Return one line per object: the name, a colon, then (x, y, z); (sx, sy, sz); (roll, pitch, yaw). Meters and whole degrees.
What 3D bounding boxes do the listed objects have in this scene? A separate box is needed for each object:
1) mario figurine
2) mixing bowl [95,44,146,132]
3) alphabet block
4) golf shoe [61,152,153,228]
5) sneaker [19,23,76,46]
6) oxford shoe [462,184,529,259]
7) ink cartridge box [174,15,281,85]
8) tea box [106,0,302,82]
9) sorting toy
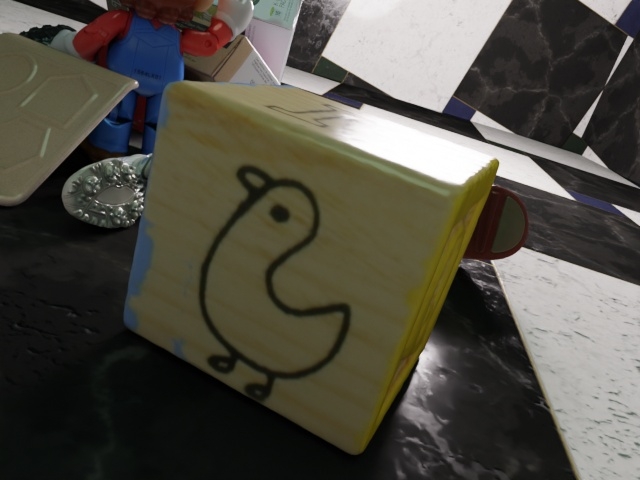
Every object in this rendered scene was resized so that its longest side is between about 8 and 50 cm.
mario figurine: (-0.212, -0.257, 0.736); (0.170, 0.320, 0.198); (28, 22, 25)
mixing bowl: (-0.274, -0.223, 0.887); (0.181, 0.098, 0.181); (30, 5, -3)
alphabet block: (0.000, 0.000, 0.441); (0.197, 0.192, 0.193); (23, 23, 17)
golf shoe: (-0.222, -0.054, 0.604); (0.086, 0.069, 0.176); (2, 13, 15)
sneaker: (-0.437, -0.213, 0.784); (0.271, 0.108, 0.100); (-26, 64, -41)
oxford shoe: (0.079, -0.029, 0.740); (0.348, 0.123, 0.130); (12, -5, -12)
ink cartridge box: (-0.153, -0.258, 0.975); (0.193, 0.088, 0.234); (31, -9, 33)
tea box: (-0.211, -0.426, 1.107); (0.324, 0.220, 0.329); (14, -21, -9)
sorting toy: (-0.330, -0.135, 0.622); (0.193, 0.038, 0.208); (24, 58, 15)
